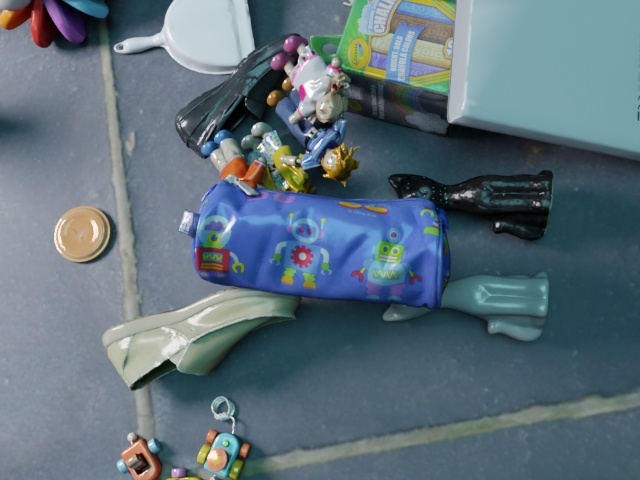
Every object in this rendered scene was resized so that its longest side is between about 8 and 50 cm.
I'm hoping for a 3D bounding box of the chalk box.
[{"bbox_3d":[0.093,-0.246,0.886,0.213,0.132,0.132,17,79,9],"label":"chalk box"}]

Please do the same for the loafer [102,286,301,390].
[{"bbox_3d":[-0.146,0.125,0.843,0.269,0.102,0.092,-17,76,11],"label":"loafer"}]

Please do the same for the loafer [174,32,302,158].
[{"bbox_3d":[-0.102,-0.203,0.929,0.223,0.076,0.078,-39,81,1],"label":"loafer"}]

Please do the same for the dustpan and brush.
[{"bbox_3d":[-0.208,-0.309,0.978,0.211,0.060,0.147,-9,88,-3],"label":"dustpan and brush"}]

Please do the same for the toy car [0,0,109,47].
[{"bbox_3d":[-0.396,-0.358,0.972,0.182,0.159,0.136,-11,110,3],"label":"toy car"}]

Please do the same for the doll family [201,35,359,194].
[{"bbox_3d":[-0.029,-0.123,0.857,0.263,0.118,0.163,-47,55,26],"label":"doll family"}]

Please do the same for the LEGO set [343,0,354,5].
[{"bbox_3d":[0.133,-0.449,0.931,0.107,0.132,0.286,22,102,5],"label":"LEGO set"}]

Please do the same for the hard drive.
[{"bbox_3d":[0.334,-0.230,0.826,0.353,0.047,0.232,8,81,-16],"label":"hard drive"}]

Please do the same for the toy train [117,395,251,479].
[{"bbox_3d":[-0.174,0.275,0.832,0.166,0.046,0.125,-30,76,-1],"label":"toy train"}]

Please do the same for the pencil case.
[{"bbox_3d":[0.000,0.000,0.766,0.306,0.119,0.133,7,111,4],"label":"pencil case"}]

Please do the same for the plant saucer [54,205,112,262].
[{"bbox_3d":[-0.340,-0.010,0.935,0.084,0.013,0.083,-2,76,6],"label":"plant saucer"}]

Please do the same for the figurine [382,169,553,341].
[{"bbox_3d":[0.183,0.014,0.845,0.210,0.092,0.214,3,78,15],"label":"figurine"}]
